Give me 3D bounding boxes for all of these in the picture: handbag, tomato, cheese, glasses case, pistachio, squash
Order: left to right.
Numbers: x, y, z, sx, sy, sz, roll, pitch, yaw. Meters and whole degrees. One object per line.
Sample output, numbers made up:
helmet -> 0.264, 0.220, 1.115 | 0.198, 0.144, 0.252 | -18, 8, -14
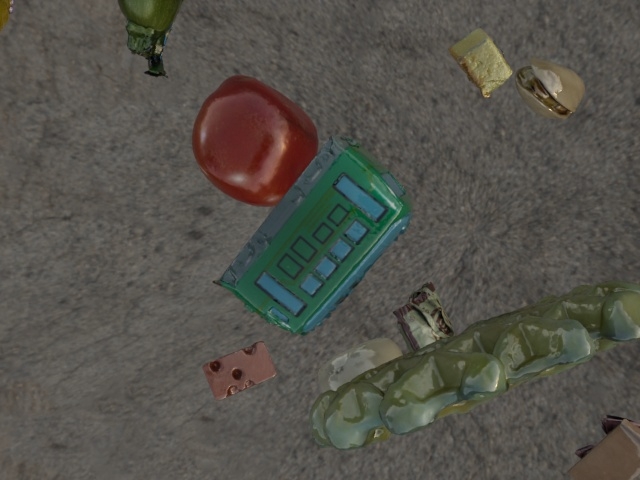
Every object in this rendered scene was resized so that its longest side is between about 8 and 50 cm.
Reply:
squash -> -0.163, -0.324, 0.604 | 0.087, 0.087, 0.332 | 14, 114, 13
cheese -> -0.234, 0.386, 1.914 | 0.176, 0.203, 0.128 | -25, 80, 6
tomato -> -0.161, -0.244, 1.576 | 0.289, 0.325, 0.293 | 30, 93, 23
handbag -> 0.304, 0.255, 1.725 | 0.127, 0.213, 0.235 | -21, 95, 38
pistachio -> 0.557, -0.369, 1.527 | 0.126, 0.223, 0.152 | -36, 63, 41
glasses case -> 0.511, 0.369, 1.095 | 0.102, 0.070, 0.194 | 46, 139, 28

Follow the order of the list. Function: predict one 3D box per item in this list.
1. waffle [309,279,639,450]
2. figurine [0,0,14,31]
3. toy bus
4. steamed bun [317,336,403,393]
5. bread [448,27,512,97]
waffle -> 0.136, 0.105, 0.554 | 0.309, 0.291, 0.056 | -24, 79, 17
figurine -> -0.304, -0.211, 0.534 | 0.156, 0.115, 0.095 | -7, 121, 32
toy bus -> 0.000, 0.000, 1.080 | 0.199, 0.183, 0.344 | 41, 106, 4
steamed bun -> 0.140, 0.433, 1.967 | 0.282, 0.283, 0.177 | -31, 69, 12
bread -> 0.320, -0.351, 1.236 | 0.084, 0.080, 0.109 | -36, 114, 19
